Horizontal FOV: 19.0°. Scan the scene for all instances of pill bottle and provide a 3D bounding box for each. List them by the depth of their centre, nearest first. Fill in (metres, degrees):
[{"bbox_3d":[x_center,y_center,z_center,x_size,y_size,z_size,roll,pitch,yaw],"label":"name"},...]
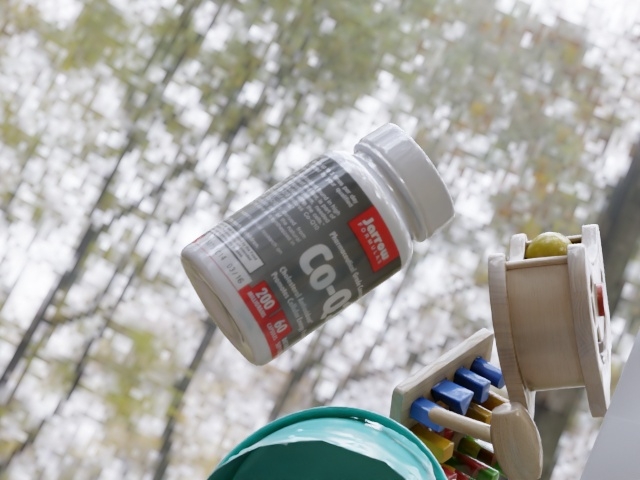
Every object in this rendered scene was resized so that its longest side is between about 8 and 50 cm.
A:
[{"bbox_3d":[0.000,0.000,2.138,0.161,0.283,0.161,52,-12,16],"label":"pill bottle"}]

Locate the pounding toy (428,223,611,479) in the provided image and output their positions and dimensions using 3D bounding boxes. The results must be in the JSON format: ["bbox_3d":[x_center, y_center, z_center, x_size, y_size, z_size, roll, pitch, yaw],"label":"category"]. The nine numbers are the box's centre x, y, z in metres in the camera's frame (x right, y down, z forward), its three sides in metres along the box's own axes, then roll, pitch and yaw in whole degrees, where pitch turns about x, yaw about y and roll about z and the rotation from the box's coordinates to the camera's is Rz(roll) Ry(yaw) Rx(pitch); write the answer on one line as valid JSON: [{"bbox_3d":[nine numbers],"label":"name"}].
[{"bbox_3d":[0.153,0.067,1.550,0.155,0.269,0.154,-7,-67,12],"label":"pounding toy"}]

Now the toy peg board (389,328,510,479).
[{"bbox_3d":[0.145,0.201,1.968,0.079,0.161,0.160,27,-53,30],"label":"toy peg board"}]

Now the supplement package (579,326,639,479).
[{"bbox_3d":[0.294,0.174,1.128,0.145,0.204,0.262,30,-12,-34],"label":"supplement package"}]

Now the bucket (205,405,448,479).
[{"bbox_3d":[0.004,0.292,1.757,0.281,0.281,0.183,23,9,4],"label":"bucket"}]
